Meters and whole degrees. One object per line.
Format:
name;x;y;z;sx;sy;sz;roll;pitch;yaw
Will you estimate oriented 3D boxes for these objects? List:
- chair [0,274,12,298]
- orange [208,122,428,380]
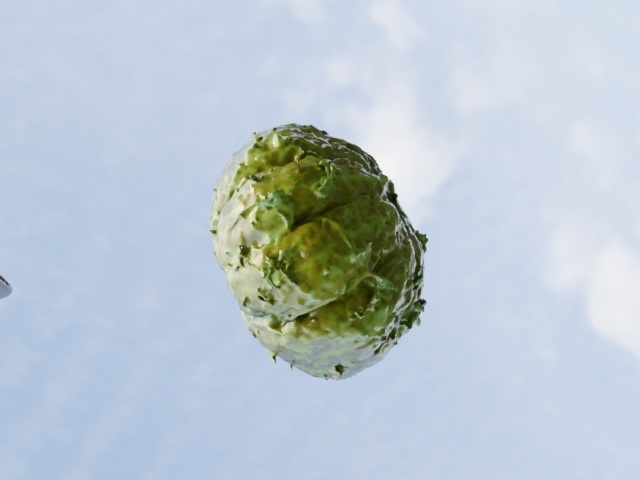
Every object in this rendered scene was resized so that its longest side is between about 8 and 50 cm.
chair;-0.356;0.033;0.931;0.175;0.326;0.183;-17;-130;2
orange;0.000;0.000;1.438;0.301;0.223;0.300;60;-172;-28
